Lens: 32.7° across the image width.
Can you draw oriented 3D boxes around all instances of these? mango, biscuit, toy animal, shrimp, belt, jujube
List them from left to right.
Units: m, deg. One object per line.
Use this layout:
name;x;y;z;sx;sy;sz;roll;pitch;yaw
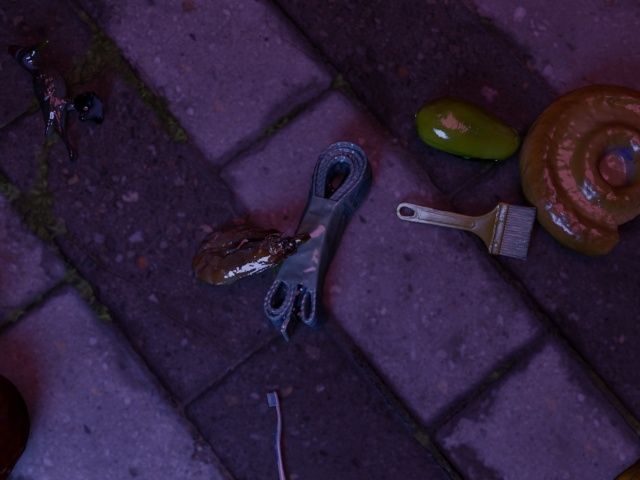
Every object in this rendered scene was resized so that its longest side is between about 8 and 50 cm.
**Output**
jujube;-0.475;0.274;1.404;0.168;0.168;0.236;23;46;3
toy animal;-0.399;-0.221;1.629;0.105;0.070;0.202;-42;83;5
shrimp;-0.101;0.011;1.554;0.190;0.042;0.101;-12;54;24
belt;0.000;0.000;1.581;0.087;0.072;0.302;17;74;8
mango;0.223;-0.168;1.645;0.165;0.074;0.091;12;71;0
biscuit;0.408;-0.121;1.634;0.213;0.091;0.274;32;76;4

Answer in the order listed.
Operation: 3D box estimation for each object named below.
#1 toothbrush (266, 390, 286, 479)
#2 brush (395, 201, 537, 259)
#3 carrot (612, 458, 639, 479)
toothbrush;-0.055;0.291;1.523;0.017;0.014;0.162;-5;73;-20
brush;0.211;-0.028;1.619;0.205;0.011;0.083;11;112;6
carrot;0.575;0.346;1.430;0.340;0.241;0.242;30;74;4
